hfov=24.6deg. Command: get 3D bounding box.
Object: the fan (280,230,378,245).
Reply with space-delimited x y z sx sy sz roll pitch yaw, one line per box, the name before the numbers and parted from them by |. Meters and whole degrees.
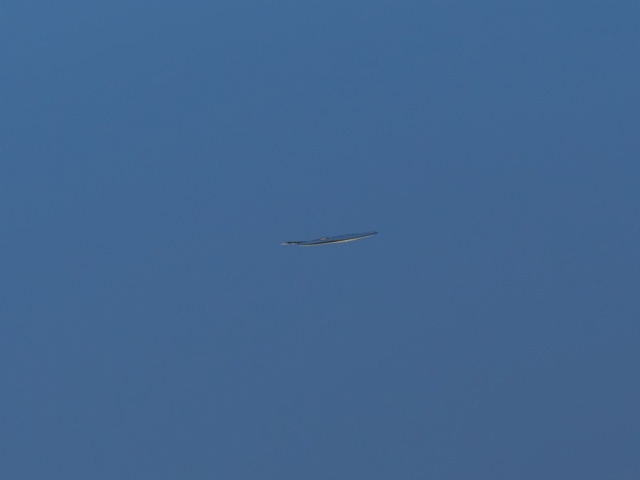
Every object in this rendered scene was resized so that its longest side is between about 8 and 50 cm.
fan | 0.000 0.000 1.051 0.080 0.060 0.003 -7 -87 17
